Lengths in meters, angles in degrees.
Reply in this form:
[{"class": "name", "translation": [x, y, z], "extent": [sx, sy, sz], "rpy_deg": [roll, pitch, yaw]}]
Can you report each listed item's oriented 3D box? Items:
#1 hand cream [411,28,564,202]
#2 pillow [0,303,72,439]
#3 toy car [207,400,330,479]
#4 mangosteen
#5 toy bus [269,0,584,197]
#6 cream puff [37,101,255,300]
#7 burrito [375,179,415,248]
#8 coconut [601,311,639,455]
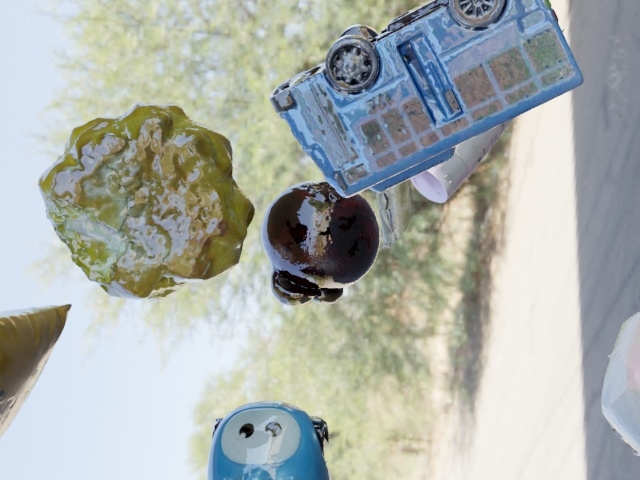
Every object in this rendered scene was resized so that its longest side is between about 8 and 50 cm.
[{"class": "hand cream", "translation": [0.248, -0.186, 1.372], "extent": [0.312, 0.070, 0.111], "rpy_deg": [-48, -14, -22]}, {"class": "pillow", "translation": [-0.500, 0.219, 1.313], "extent": [0.310, 0.119, 0.312], "rpy_deg": [-60, -12, 5]}, {"class": "toy car", "translation": [-0.081, 0.373, 1.418], "extent": [0.190, 0.188, 0.255], "rpy_deg": [2, -93, -85]}, {"class": "mangosteen", "translation": [0.000, 0.000, 1.552], "extent": [0.210, 0.209, 0.210], "rpy_deg": [6, -90, -86]}, {"class": "toy bus", "translation": [0.087, -0.133, 0.789], "extent": [0.134, 0.234, 0.116], "rpy_deg": [61, -165, -14]}, {"class": "cream puff", "translation": [-0.227, -0.054, 1.261], "extent": [0.185, 0.281, 0.282], "rpy_deg": [-103, 17, -74]}, {"class": "burrito", "translation": [0.090, -0.067, 1.189], "extent": [0.041, 0.055, 0.149], "rpy_deg": [172, 88, -72]}, {"class": "coconut", "translation": [0.490, 0.202, 1.267], "extent": [0.230, 0.227, 0.227], "rpy_deg": [-61, -14, -26]}]
